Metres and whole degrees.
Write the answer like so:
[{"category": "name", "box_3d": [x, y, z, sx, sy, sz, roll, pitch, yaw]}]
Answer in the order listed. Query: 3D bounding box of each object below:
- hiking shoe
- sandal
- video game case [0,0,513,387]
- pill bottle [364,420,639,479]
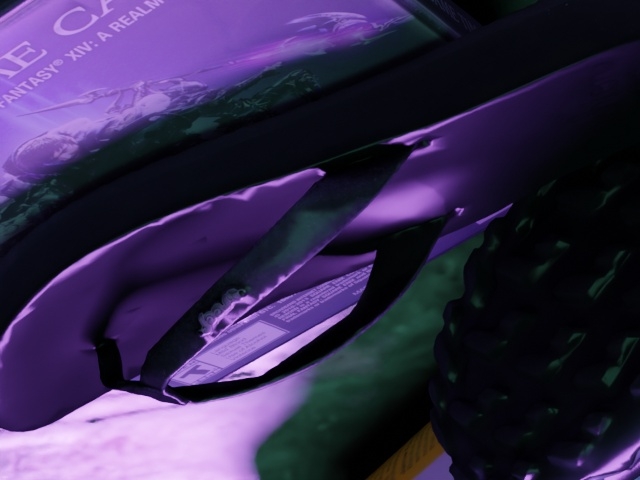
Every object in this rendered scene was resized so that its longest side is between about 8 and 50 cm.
[{"category": "hiking shoe", "box_3d": [0.165, -0.012, 0.618, 0.132, 0.113, 0.304, 25, 113, -40]}, {"category": "sandal", "box_3d": [0.000, 0.000, 0.566, 0.254, 0.054, 0.097, -27, 156, 11]}, {"category": "video game case", "box_3d": [-0.041, -0.022, 0.585, 0.196, 0.026, 0.274, -30, 154, 18]}, {"category": "pill bottle", "box_3d": [0.076, 0.126, 0.764, 0.119, 0.119, 0.208, 23, 127, -31]}]
